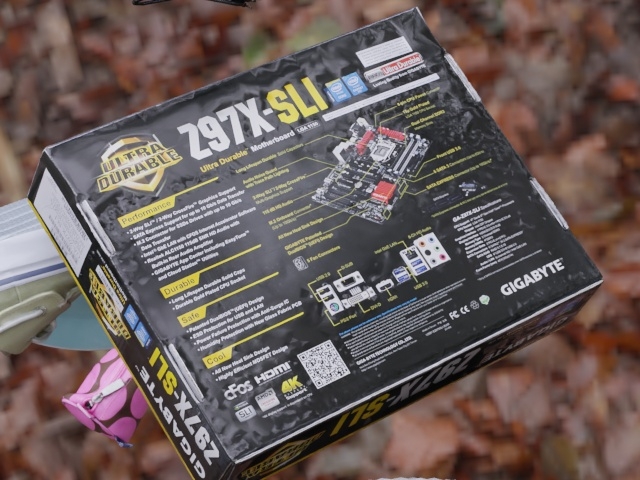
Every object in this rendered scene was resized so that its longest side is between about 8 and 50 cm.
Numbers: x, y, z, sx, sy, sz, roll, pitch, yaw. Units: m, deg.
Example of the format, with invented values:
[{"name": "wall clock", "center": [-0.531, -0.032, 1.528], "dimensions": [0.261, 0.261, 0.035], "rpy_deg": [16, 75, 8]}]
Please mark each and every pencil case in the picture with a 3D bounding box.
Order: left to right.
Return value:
[{"name": "pencil case", "center": [-0.177, 0.111, 1.942], "dimensions": [0.095, 0.098, 0.209], "rpy_deg": [30, 78, 22]}]

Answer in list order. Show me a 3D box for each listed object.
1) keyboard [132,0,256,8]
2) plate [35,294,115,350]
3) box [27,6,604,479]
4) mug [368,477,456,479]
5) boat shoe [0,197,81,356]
[{"name": "keyboard", "center": [-0.061, -0.204, 1.259], "dimensions": [0.192, 0.100, 0.038], "rpy_deg": [1, 8, -21]}, {"name": "plate", "center": [-0.209, 0.034, 1.599], "dimensions": [0.188, 0.188, 0.024], "rpy_deg": [-5, 52, 7]}, {"name": "box", "center": [0.000, 0.000, 1.305], "dimensions": [0.322, 0.079, 0.257], "rpy_deg": [-24, 70, -27]}, {"name": "mug", "center": [0.111, 0.382, 1.830], "dimensions": [0.328, 0.374, 0.276], "rpy_deg": [16, 65, -12]}, {"name": "boat shoe", "center": [-0.237, 0.037, 1.368], "dimensions": [0.302, 0.094, 0.109], "rpy_deg": [-20, 19, -9]}]
